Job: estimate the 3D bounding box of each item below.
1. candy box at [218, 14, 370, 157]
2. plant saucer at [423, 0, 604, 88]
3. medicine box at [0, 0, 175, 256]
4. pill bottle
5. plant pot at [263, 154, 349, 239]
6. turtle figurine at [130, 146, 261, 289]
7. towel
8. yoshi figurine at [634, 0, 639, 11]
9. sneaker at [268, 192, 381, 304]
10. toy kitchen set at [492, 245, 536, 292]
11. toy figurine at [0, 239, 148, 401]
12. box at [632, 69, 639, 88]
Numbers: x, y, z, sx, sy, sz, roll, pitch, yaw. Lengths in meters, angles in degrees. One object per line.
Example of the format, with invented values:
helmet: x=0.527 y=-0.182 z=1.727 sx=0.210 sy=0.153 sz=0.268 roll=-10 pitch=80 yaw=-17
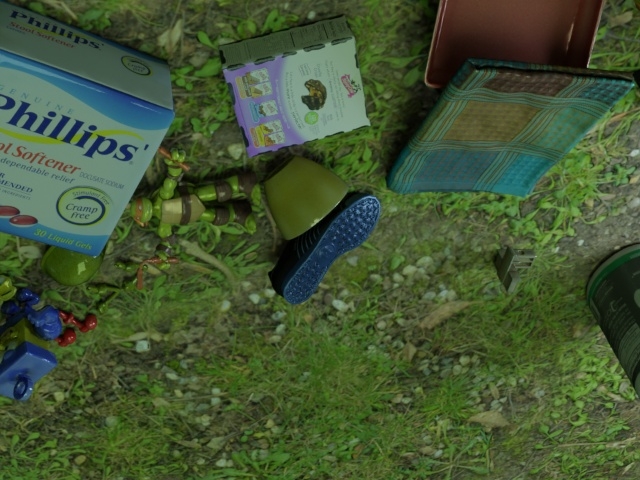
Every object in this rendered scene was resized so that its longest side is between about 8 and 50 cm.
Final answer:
candy box: x=-0.036 y=-0.229 z=1.527 sx=0.196 sy=0.070 sz=0.164 roll=-14 pitch=132 yaw=-1
plant saucer: x=0.284 y=-0.341 z=1.484 sx=0.259 sy=0.047 sz=0.259 roll=4 pitch=110 yaw=-18
medicine box: x=-0.387 y=-0.153 z=1.452 sx=0.264 sy=0.149 sz=0.289 roll=17 pitch=125 yaw=-27
pill bottle: x=0.646 y=0.190 z=1.868 sx=0.204 sy=0.361 sz=0.204 roll=-7 pitch=131 yaw=-9
plant pot: x=-0.036 y=-0.080 z=1.632 sx=0.134 sy=0.134 sz=0.095 roll=-37 pitch=103 yaw=18
turtle figurine: x=-0.212 y=-0.045 z=1.632 sx=0.218 sy=0.087 sz=0.269 roll=-4 pitch=123 yaw=-21
towel: x=0.277 y=-0.161 z=1.579 sx=0.272 sy=0.040 sz=0.370 roll=1 pitch=157 yaw=-15
yoshi figurine: x=0.622 y=-0.274 z=1.509 sx=0.362 sy=0.203 sz=0.203 roll=24 pitch=138 yaw=-35
sneaker: x=0.000 y=0.000 z=1.738 sx=0.232 sy=0.090 sz=0.081 roll=-47 pitch=127 yaw=-2
toy kitchen set: x=0.367 y=0.042 z=1.855 sx=0.075 sy=0.083 sz=0.068 roll=1 pitch=130 yaw=-15
toy figurine: x=-0.449 y=0.170 z=1.671 sx=0.363 sy=0.217 sz=0.191 roll=-36 pitch=129 yaw=18
box: x=0.562 y=-0.249 z=1.673 sx=0.062 sy=0.052 sz=0.083 roll=-34 pitch=129 yaw=15
